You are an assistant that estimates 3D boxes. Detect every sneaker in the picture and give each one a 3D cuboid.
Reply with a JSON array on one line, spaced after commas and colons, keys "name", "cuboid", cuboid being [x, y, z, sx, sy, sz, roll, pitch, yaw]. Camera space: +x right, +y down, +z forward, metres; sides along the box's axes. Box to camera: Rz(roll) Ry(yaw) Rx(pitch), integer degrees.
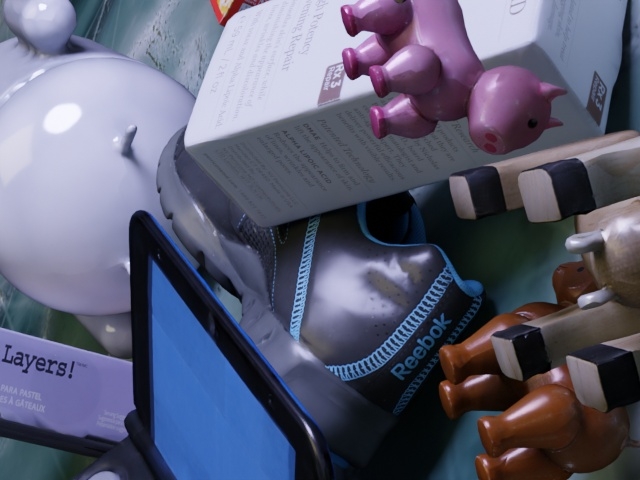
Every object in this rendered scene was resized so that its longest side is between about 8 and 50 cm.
[{"name": "sneaker", "cuboid": [0.000, 0.000, 1.078, 0.140, 0.125, 0.341, -46, 36, 10]}]

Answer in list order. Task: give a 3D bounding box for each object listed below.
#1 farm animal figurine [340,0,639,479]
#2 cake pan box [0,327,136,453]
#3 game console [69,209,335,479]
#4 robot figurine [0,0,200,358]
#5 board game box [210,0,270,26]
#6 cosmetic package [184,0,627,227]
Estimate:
[{"name": "farm animal figurine", "cuboid": [0.136, -0.036, 0.701, 0.327, 0.172, 0.330, -129, 24, -66]}, {"name": "cake pan box", "cuboid": [-0.241, 0.108, 1.270, 0.245, 0.266, 0.070, -15, 61, 63]}, {"name": "game console", "cuboid": [-0.115, 0.166, 0.977, 0.250, 0.173, 0.293, -37, 36, -5]}, {"name": "robot figurine", "cuboid": [-0.195, -0.056, 1.372, 0.353, 0.199, 0.300, 29, 136, 65]}, {"name": "board game box", "cuboid": [-0.013, -0.179, 1.165, 0.045, 0.146, 0.193, -58, 27, 23]}, {"name": "cosmetic package", "cuboid": [0.046, -0.094, 0.954, 0.231, 0.085, 0.117, -17, 43, 34]}]
